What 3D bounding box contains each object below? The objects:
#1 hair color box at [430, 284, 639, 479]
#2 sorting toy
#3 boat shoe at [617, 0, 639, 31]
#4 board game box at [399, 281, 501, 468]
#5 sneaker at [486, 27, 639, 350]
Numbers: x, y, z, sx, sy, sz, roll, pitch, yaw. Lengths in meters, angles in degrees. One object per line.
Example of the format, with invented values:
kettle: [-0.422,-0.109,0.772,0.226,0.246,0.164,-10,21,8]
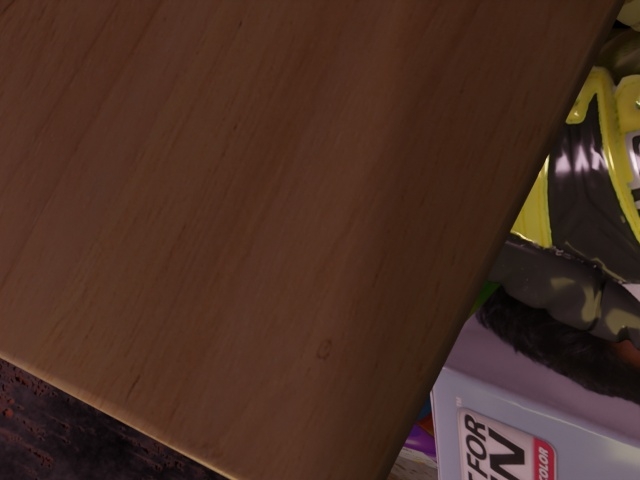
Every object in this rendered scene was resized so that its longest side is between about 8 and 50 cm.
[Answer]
hair color box: [0.247,0.091,0.537,0.375,0.185,0.113,19,134,32]
sorting toy: [-0.042,-0.088,0.412,0.255,0.257,0.089,25,170,15]
boat shoe: [0.165,-0.092,0.325,0.092,0.103,0.285,37,157,-10]
board game box: [0.000,0.000,0.808,0.144,0.142,0.275,10,155,50]
sneaker: [0.179,-0.033,0.488,0.385,0.145,0.147,21,131,36]
